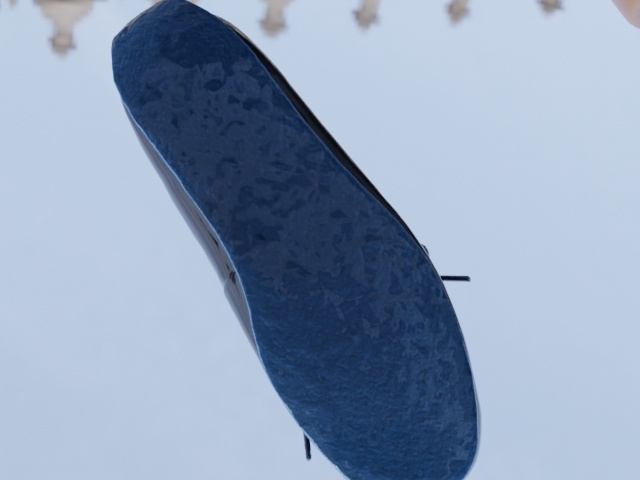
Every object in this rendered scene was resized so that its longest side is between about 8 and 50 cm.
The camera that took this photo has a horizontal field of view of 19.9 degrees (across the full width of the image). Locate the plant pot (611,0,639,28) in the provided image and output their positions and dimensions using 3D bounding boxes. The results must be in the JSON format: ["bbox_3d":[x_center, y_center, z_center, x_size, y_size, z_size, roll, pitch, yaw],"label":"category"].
[{"bbox_3d":[0.239,-0.255,1.074,0.291,0.291,0.203,-14,-104,-24],"label":"plant pot"}]

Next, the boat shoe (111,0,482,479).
[{"bbox_3d":[0.000,0.000,0.846,0.109,0.089,0.258,-26,-95,2],"label":"boat shoe"}]
